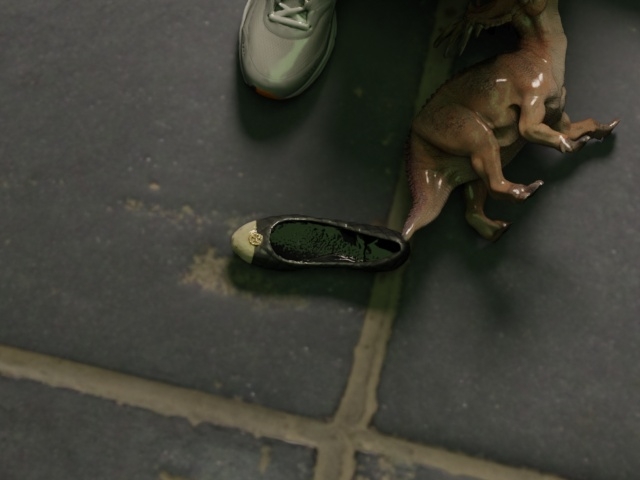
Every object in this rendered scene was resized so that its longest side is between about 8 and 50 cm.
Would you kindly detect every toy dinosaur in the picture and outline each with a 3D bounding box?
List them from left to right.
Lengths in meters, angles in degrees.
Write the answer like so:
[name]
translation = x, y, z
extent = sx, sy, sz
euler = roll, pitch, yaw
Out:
[toy dinosaur]
translation = 0.153, -0.128, 1.456
extent = 0.296, 0.127, 0.200
euler = -44, 81, -3

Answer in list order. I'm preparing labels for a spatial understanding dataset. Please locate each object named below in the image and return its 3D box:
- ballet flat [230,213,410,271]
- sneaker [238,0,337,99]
[ballet flat]
translation = 0.000, 0.000, 1.468
extent = 0.173, 0.049, 0.057
euler = 2, 77, 2
[sneaker]
translation = -0.016, -0.267, 1.488
extent = 0.099, 0.121, 0.262
euler = 18, 79, 6
